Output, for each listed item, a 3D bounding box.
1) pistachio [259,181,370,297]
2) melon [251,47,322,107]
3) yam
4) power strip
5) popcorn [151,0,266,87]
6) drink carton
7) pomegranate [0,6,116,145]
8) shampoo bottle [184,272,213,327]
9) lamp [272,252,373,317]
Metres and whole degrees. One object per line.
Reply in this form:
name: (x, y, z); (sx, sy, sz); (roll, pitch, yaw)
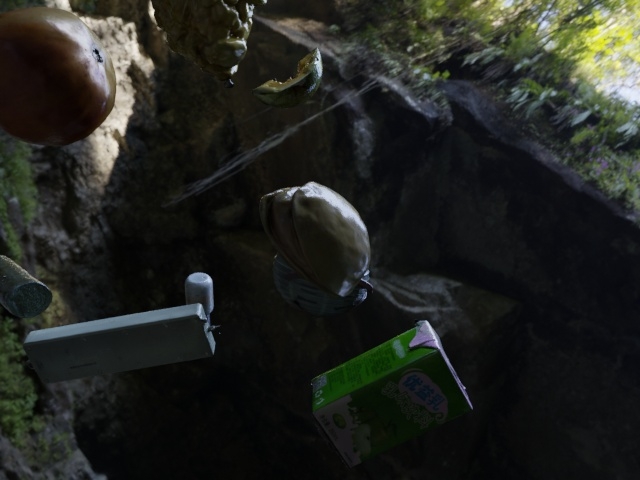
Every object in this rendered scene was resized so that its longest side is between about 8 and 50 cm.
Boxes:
pistachio: (0.000, 0.000, 1.151); (0.162, 0.182, 0.293); (-6, -34, 25)
melon: (-0.049, -0.304, 1.211); (0.079, 0.160, 0.128); (58, 1, -29)
yam: (-0.521, 0.075, 1.023); (0.169, 0.068, 0.068); (19, -49, 41)
power strip: (-0.365, 0.193, 1.131); (0.367, 0.043, 0.106); (-10, -59, 3)
popcorn: (-0.172, -0.341, 0.896); (0.163, 0.140, 0.194); (-49, -124, 39)
drink carton: (0.121, 0.284, 1.127); (0.161, 0.271, 0.108); (59, 7, -22)
pomegranate: (-0.531, -0.305, 1.138); (0.270, 0.229, 0.252); (-13, -49, 8)
shampoo bottle: (-0.327, 0.184, 1.641); (0.074, 0.074, 0.192); (23, -58, 34)
lamp: (0.004, 0.095, 1.604); (0.265, 0.233, 0.233); (6, -47, -2)
